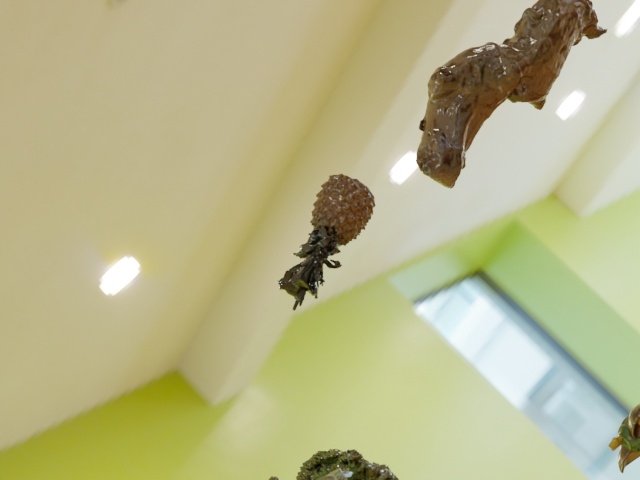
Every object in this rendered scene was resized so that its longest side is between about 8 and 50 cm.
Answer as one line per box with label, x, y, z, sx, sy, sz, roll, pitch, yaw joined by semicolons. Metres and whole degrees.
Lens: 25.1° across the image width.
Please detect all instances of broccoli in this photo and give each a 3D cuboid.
broccoli;0.017;0.260;1.378;0.130;0.131;0.120;-15;-27;8

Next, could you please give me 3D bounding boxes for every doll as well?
doll;0.321;0.172;1.387;0.113;0.077;0.078;-3;-52;-11

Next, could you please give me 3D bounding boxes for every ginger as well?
ginger;0.200;-0.179;1.595;0.290;0.084;0.122;-45;-46;-13

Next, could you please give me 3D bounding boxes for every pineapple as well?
pineapple;0.000;0.000;1.274;0.124;0.058;0.058;-56;-12;-28
